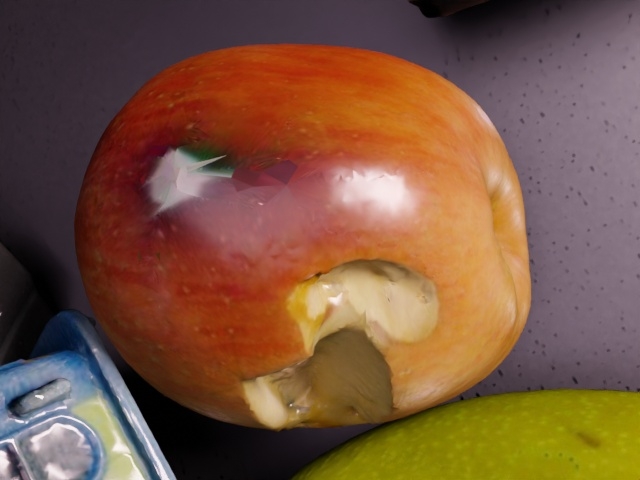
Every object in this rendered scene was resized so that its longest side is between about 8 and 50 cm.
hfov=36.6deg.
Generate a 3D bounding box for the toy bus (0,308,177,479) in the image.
[{"bbox_3d":[-0.112,0.207,0.378,0.312,0.190,0.152,59,145,11],"label":"toy bus"}]

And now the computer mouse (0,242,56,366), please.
[{"bbox_3d":[-0.228,0.099,0.521,0.126,0.071,0.231,29,97,12],"label":"computer mouse"}]

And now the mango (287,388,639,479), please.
[{"bbox_3d":[0.092,0.151,0.417,0.293,0.143,0.175,-9,100,23],"label":"mango"}]

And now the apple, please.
[{"bbox_3d":[0.000,0.000,0.418,0.199,0.199,0.199,0,89,13],"label":"apple"}]

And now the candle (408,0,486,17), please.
[{"bbox_3d":[0.152,-0.216,0.383,0.330,0.187,0.188,-16,86,10],"label":"candle"}]
